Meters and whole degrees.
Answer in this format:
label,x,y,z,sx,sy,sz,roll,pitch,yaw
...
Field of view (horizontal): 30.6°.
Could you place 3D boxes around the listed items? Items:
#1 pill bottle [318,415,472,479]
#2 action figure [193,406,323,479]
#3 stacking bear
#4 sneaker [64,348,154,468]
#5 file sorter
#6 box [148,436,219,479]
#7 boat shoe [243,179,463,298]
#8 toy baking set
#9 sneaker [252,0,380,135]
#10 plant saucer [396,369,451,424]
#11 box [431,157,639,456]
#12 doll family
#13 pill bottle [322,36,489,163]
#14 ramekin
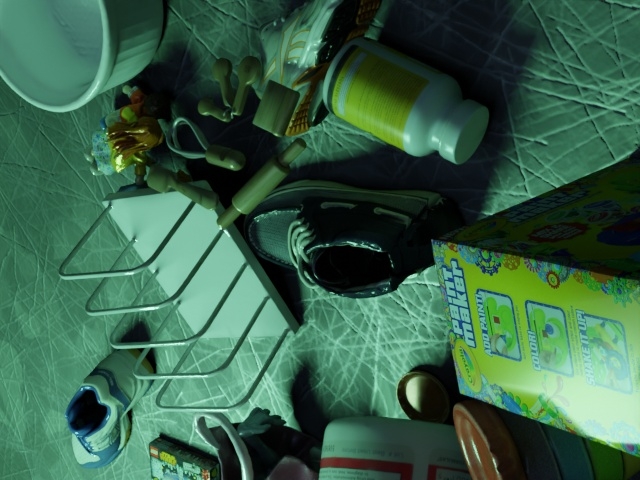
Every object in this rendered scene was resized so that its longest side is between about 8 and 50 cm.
label,x,y,z,sx,sy,sz,roll,pitch,yaw
pill bottle,0.095,0.436,1.457,0.229,0.229,0.408,-5,71,40
action figure,-0.093,0.452,1.695,0.248,0.275,0.370,34,102,43
stacking bear,0.308,0.202,1.285,0.164,0.289,0.175,-122,13,-64
sneaker,-0.385,0.295,1.959,0.112,0.131,0.296,39,130,16
file sorter,-0.199,0.084,1.621,0.192,0.173,0.278,-6,128,37
box,-0.226,0.393,1.946,0.137,0.027,0.094,15,118,33
boat shoe,0.000,0.000,1.497,0.340,0.158,0.127,-3,108,39
toy baking set,-0.118,-0.118,1.485,0.256,0.030,0.197,-48,56,24
sneaker,-0.022,-0.257,1.441,0.121,0.099,0.262,44,130,20
plant saucer,0.141,0.214,1.583,0.083,0.013,0.084,16,119,32
box,0.315,0.051,1.134,0.279,0.290,0.177,11,118,56
doll family,-0.248,-0.092,1.675,0.163,0.118,0.263,-17,101,44
pill bottle,0.101,-0.162,1.379,0.184,0.103,0.103,30,126,25
ramekin,-0.350,-0.330,1.637,0.277,0.135,0.277,17,120,33
